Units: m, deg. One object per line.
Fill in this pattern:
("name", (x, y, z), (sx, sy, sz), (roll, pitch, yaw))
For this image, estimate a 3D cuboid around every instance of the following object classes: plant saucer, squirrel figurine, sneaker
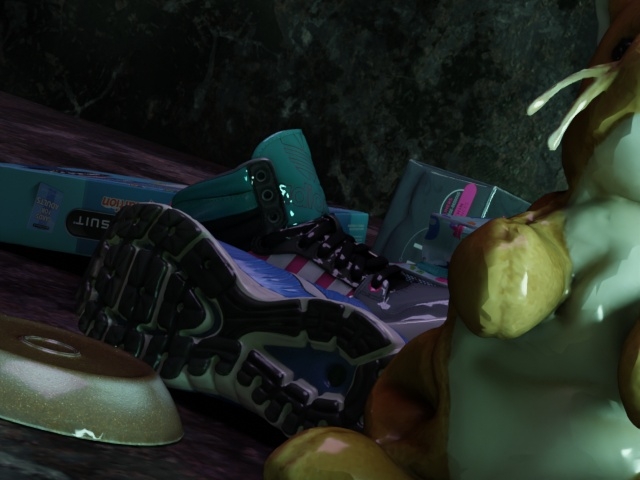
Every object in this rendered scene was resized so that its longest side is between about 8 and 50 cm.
("plant saucer", (-0.180, 0.083, 1.204), (0.198, 0.036, 0.198), (16, 5, -2))
("squirrel figurine", (0.205, 0.026, 1.172), (0.281, 0.370, 0.397), (19, 5, 26))
("sneaker", (0.000, 0.000, 1.483), (0.295, 0.178, 0.124), (1, 2, 10))
("sneaker", (-0.046, 0.077, 1.370), (0.330, 0.130, 0.147), (27, -1, 33))

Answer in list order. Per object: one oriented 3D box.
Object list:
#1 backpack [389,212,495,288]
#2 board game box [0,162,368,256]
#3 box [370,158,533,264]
("backpack", (0.185, 0.087, 1.590), (0.253, 0.191, 0.225), (26, 9, 33))
("board game box", (-0.146, -0.015, 1.874), (0.336, 0.079, 0.254), (9, 3, 15))
("box", (0.198, 0.039, 2.028), (0.270, 0.165, 0.143), (22, 1, -41))
